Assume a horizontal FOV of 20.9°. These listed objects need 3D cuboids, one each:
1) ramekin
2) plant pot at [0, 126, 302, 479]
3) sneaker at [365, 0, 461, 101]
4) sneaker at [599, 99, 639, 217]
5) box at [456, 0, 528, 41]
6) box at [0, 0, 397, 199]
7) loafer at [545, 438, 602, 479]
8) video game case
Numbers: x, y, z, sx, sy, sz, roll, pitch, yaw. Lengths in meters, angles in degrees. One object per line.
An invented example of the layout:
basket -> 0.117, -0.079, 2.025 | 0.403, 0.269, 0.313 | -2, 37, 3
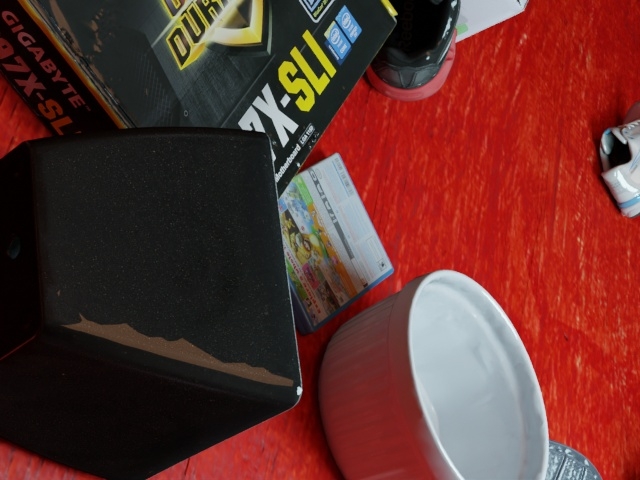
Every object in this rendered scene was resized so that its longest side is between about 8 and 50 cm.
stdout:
ramekin -> 0.089, 0.138, 1.426 | 0.207, 0.109, 0.207 | 36, 42, -41
plant pot -> -0.143, 0.033, 1.086 | 0.167, 0.188, 0.187 | 13, 59, -38
sneaker -> 0.085, -0.269, 1.600 | 0.135, 0.097, 0.276 | -20, 113, -86
sneaker -> 0.372, -0.118, 2.072 | 0.083, 0.071, 0.191 | 45, 37, -23
box -> 0.123, -0.366, 1.791 | 0.262, 0.126, 0.231 | 55, 33, -19
box -> -0.092, -0.170, 1.324 | 0.257, 0.079, 0.322 | 54, 45, -23
loafer -> 0.226, 0.262, 1.600 | 0.302, 0.095, 0.109 | 35, 73, -36
video game case -> 0.000, 0.000, 1.470 | 0.166, 0.015, 0.119 | -33, 99, -59
